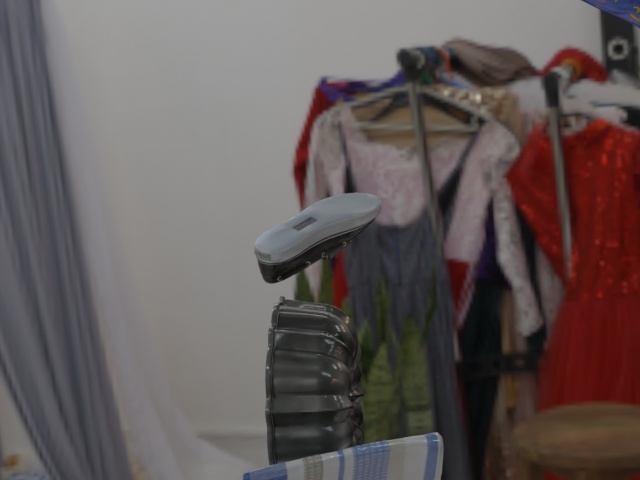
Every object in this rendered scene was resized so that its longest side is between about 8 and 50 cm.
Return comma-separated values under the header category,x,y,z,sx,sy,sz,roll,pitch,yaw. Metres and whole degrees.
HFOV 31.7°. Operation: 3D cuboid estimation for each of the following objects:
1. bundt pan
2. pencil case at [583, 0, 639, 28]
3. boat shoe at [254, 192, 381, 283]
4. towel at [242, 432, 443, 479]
category,x,y,z,sx,sy,sz,roll,pitch,yaw
bundt pan,0.000,0.251,1.753,0.124,0.331,0.331,-1,8,7
pencil case,0.516,-0.423,1.878,0.306,0.133,0.119,20,28,-19
boat shoe,0.000,0.000,1.675,0.228,0.076,0.080,-29,41,-35
towel,0.034,0.368,1.539,0.285,0.209,0.034,-8,33,-16
